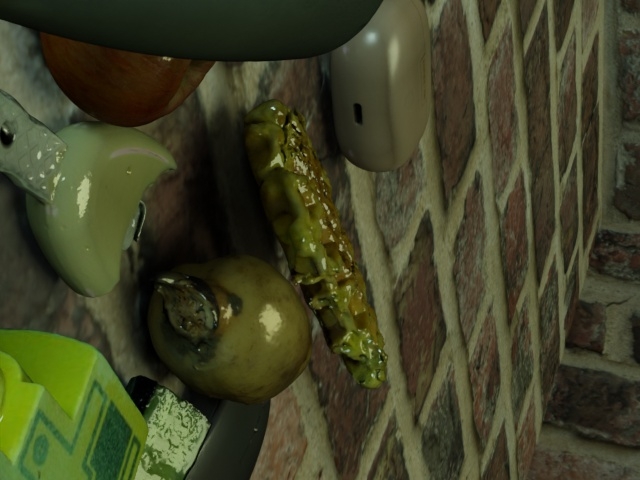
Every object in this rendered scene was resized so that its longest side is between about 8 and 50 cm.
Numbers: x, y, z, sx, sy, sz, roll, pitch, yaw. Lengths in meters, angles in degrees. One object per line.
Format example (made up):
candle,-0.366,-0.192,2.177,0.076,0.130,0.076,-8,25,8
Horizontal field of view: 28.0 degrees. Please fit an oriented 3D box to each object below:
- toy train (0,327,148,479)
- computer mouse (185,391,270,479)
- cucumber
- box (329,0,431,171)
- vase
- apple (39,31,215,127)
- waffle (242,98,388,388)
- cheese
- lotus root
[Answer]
toy train,-0.217,0.104,0.651,0.369,0.150,0.237,72,25,-53
computer mouse,-0.092,0.184,1.145,0.120,0.057,0.232,80,28,-44
cucumber,-0.163,0.210,0.971,0.078,0.062,0.211,42,61,-28
box,0.065,-0.170,1.357,0.146,0.088,0.200,-60,153,-46
vase,-0.120,-0.158,0.630,0.321,0.173,0.173,-18,118,-43
apple,-0.122,-0.135,0.827,0.126,0.102,0.126,-52,178,-3
waffle,-0.002,0.001,1.136,0.291,0.051,0.291,-20,90,-83
cheese,-0.167,-0.043,0.838,0.235,0.049,0.127,50,54,-67
lotus root,-0.074,0.069,1.031,0.118,0.125,0.221,65,4,20
